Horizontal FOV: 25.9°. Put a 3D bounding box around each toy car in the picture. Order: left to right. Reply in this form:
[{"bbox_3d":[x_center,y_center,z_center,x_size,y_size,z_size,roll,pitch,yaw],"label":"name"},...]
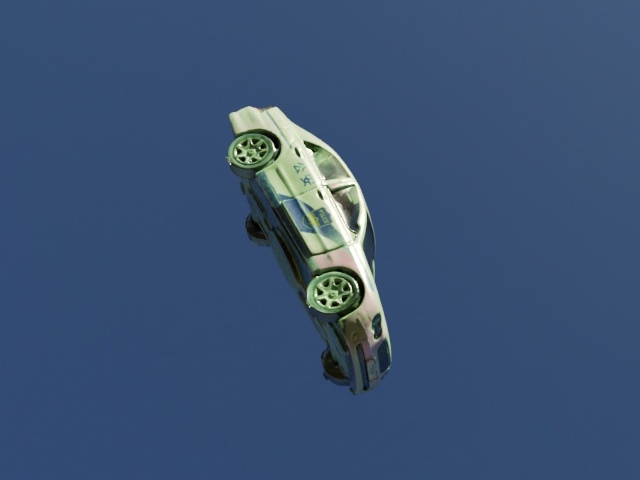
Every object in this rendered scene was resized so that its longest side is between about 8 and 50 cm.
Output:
[{"bbox_3d":[0.000,0.000,0.952,0.076,0.090,0.224,-23,-127,-10],"label":"toy car"}]
